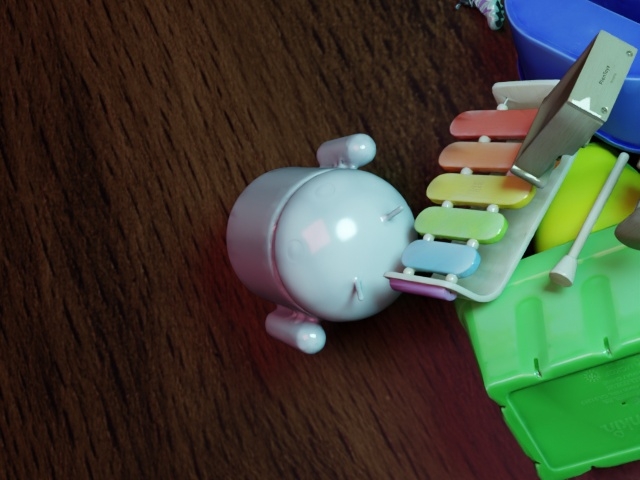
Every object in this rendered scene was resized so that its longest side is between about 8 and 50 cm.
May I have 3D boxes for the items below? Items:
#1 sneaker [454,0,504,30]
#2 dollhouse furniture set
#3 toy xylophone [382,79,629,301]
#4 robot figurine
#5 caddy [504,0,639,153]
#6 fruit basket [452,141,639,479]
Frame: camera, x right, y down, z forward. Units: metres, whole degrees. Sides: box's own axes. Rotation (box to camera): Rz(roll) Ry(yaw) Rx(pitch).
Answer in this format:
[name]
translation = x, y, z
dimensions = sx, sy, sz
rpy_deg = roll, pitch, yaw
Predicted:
[sneaker]
translation = 0.225, -0.339, 1.512
dimensions = 0.069, 0.038, 0.098
rpy_deg = -12, 65, 28
[dollhouse furniture set]
translation = 0.352, -0.089, 1.113
dimensions = 0.242, 0.161, 0.212
rpy_deg = 29, 67, 0
[toy xylophone]
translation = 0.223, -0.053, 1.248
dimensions = 0.236, 0.081, 0.322
rpy_deg = -3, 53, 46
[robot figurine]
translation = 0.000, 0.000, 1.423
dimensions = 0.353, 0.200, 0.300
rpy_deg = 12, 89, 64
[caddy]
translation = 0.393, -0.248, 1.313
dimensions = 0.241, 0.179, 0.341
rpy_deg = -43, 50, -7
[fruit basket]
translation = 0.359, 0.063, 1.269
dimensions = 0.392, 0.283, 0.392
rpy_deg = -27, 25, 14
